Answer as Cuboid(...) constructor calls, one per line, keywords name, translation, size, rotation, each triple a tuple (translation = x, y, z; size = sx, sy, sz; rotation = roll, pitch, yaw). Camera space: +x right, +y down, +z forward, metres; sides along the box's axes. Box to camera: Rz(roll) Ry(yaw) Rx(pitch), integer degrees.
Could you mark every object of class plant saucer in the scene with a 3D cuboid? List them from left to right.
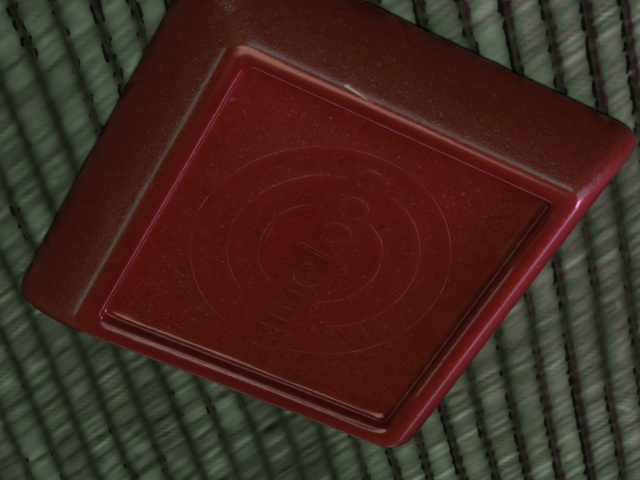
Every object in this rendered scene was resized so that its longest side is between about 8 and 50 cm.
Cuboid(name="plant saucer", translation=(0.000, 0.000, 0.870), size=(0.259, 0.048, 0.258), rotation=(23, 123, -18))
